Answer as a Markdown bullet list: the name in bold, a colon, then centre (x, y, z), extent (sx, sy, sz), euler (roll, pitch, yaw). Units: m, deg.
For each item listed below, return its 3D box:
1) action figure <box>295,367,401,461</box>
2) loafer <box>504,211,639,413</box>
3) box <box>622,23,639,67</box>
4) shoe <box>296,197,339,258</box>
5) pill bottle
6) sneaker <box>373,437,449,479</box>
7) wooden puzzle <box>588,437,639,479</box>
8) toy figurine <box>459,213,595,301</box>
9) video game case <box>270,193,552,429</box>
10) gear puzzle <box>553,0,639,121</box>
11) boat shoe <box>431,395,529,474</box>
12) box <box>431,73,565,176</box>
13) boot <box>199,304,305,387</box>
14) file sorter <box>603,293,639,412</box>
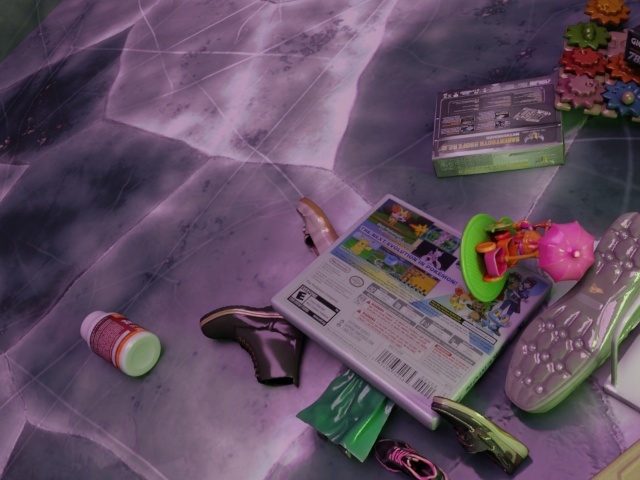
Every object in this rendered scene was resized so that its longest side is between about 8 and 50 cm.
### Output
- **action figure**: centre (0.087, 0.215, 0.970), extent (0.137, 0.063, 0.232), euler (25, 62, 38)
- **loafer**: centre (0.380, 0.111, 0.888), extent (0.319, 0.111, 0.112), euler (-52, 41, 4)
- **box**: centre (0.720, -0.318, 1.047), extent (0.295, 0.073, 0.293), euler (-25, 47, -14)
- **shoe**: centre (0.000, 0.000, 1.169), extent (0.058, 0.076, 0.219), euler (-29, 50, -7)
- **pill bottle**: centre (-0.376, 0.186, 1.192), extent (0.152, 0.086, 0.086), euler (20, 65, 34)
- **sneaker**: centre (0.121, 0.305, 0.888), extent (0.119, 0.057, 0.047), euler (20, 67, 36)
- **wooden puzzle**: centre (0.404, 0.327, 0.693), extent (0.239, 0.044, 0.221), euler (-18, 41, -30)
- **toy figurine**: centre (0.309, 0.013, 0.902), extent (0.159, 0.130, 0.173), euler (-5, 17, 44)
- **video game case**: centre (0.137, 0.088, 1.008), extent (0.329, 0.036, 0.300), euler (32, 62, 32)
- **gear puzzle**: centre (0.538, -0.356, 1.185), extent (0.175, 0.044, 0.339), euler (13, 56, 13)
- **boat shoe**: centre (0.206, 0.257, 0.841), extent (0.152, 0.056, 0.049), euler (33, 75, -7)
- **box**: centre (0.330, -0.214, 1.196), extent (0.231, 0.056, 0.183), euler (-5, 53, 21)
- **boot**: centre (-0.122, 0.184, 1.088), extent (0.198, 0.077, 0.137), euler (-9, 56, 20)
- **file sorter**: centre (0.513, 0.145, 0.754), extent (0.278, 0.173, 0.193), euler (31, 71, 39)
